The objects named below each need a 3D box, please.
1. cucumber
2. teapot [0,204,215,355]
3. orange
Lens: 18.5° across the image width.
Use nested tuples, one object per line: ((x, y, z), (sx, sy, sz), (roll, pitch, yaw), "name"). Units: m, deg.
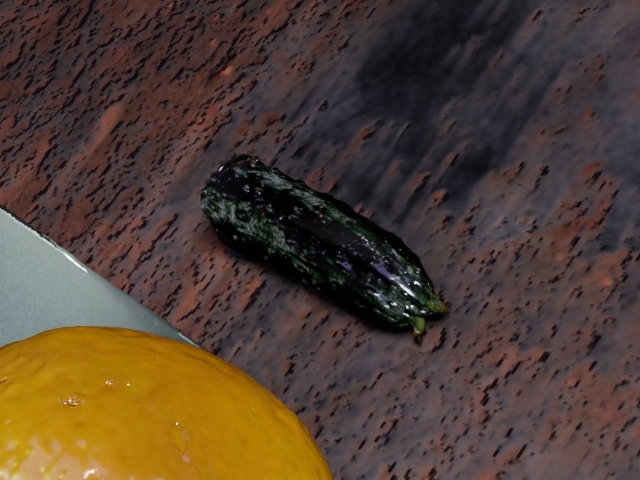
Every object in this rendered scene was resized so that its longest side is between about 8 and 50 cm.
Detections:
((0.000, 0.000, 1.019), (0.181, 0.053, 0.053), (28, 71, 43), "cucumber")
((-0.164, 0.069, 0.992), (0.239, 0.162, 0.149), (32, 86, 23), "teapot")
((-0.091, 0.145, 0.829), (0.219, 0.219, 0.193), (-31, -2, 6), "orange")
